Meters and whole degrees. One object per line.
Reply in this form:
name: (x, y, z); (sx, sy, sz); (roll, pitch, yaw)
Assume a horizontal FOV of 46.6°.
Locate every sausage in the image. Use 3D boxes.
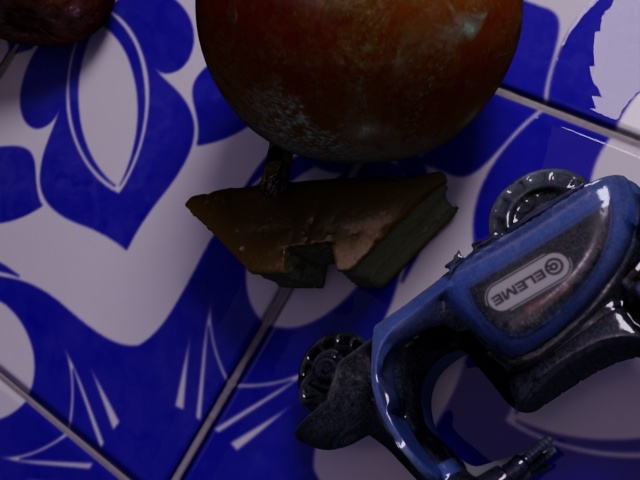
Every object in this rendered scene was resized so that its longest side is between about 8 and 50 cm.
sausage: (-0.035, -0.094, 0.694); (0.025, 0.028, 0.198); (12, 36, -5)

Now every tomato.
tomato: (0.027, -0.178, 0.630); (0.270, 0.223, 0.270); (3, 46, -3)

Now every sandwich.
sandwich: (0.000, 0.000, 0.671); (0.244, 0.090, 0.088); (-5, 69, 17)

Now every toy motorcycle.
toy motorcycle: (0.137, 0.093, 0.557); (0.358, 0.125, 0.213); (-35, 50, 14)

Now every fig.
fig: (-0.315, -0.332, 0.854); (0.175, 0.175, 0.207); (0, 65, 21)
